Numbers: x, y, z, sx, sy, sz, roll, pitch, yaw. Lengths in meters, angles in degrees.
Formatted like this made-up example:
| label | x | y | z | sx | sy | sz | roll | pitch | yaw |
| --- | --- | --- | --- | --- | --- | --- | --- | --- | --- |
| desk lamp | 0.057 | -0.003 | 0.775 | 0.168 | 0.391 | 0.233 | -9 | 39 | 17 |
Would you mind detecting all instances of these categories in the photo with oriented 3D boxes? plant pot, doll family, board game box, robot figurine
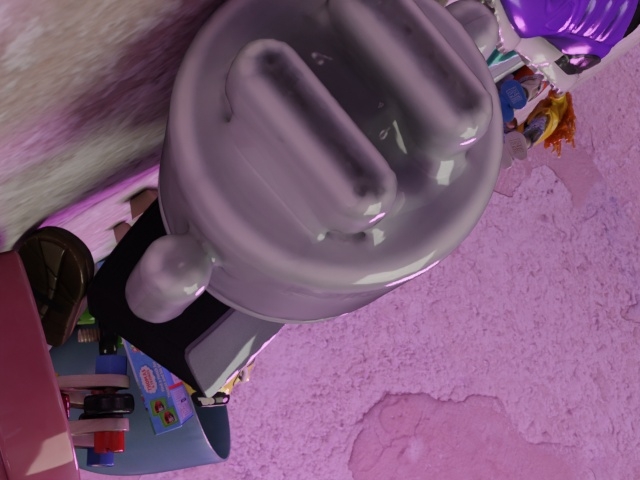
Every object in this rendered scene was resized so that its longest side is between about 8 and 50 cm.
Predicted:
| label | x | y | z | sx | sy | sz | roll | pitch | yaw |
| --- | --- | --- | --- | --- | --- | --- | --- | --- | --- |
| plant pot | -0.300 | 0.124 | 0.887 | 0.180 | 0.201 | 0.201 | -15 | 172 | -18 |
| doll family | 0.208 | -0.123 | 1.332 | 0.263 | 0.118 | 0.163 | -27 | -171 | 42 |
| board game box | -0.211 | 0.126 | 1.389 | 0.039 | 0.211 | 0.160 | -18 | 176 | -2 |
| robot figurine | -0.006 | -0.051 | 0.758 | 0.300 | 0.199 | 0.353 | -35 | 178 | -13 |
| plant pot | -0.295 | 0.234 | 1.777 | 0.235 | 0.293 | 0.293 | -16 | 178 | 4 |

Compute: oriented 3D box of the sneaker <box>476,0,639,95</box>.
| label | x | y | z | sx | sy | sz | roll | pitch | yaw |
| --- | --- | --- | --- | --- | --- | --- | --- | --- | --- |
| sneaker | 0.186 | -0.209 | 0.858 | 0.146 | 0.102 | 0.293 | -36 | 163 | 18 |

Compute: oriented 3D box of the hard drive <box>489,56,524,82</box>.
| label | x | y | z | sx | sy | sz | roll | pitch | yaw |
| --- | --- | --- | --- | --- | --- | --- | --- | --- | --- |
| hard drive | 0.162 | -0.191 | 1.311 | 0.353 | 0.047 | 0.233 | -32 | -174 | 8 |

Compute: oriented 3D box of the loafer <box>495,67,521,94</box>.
| label | x | y | z | sx | sy | sz | roll | pitch | yaw |
| --- | --- | --- | --- | --- | --- | --- | --- | --- | --- |
| loafer | 0.262 | -0.241 | 1.628 | 0.223 | 0.076 | 0.078 | -38 | 170 | 13 |

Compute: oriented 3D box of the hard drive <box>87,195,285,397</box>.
| label | x | y | z | sx | sy | sz | roll | pitch | yaw |
| --- | --- | --- | --- | --- | --- | --- | --- | --- | --- |
| hard drive | -0.070 | -0.005 | 0.971 | 0.254 | 0.172 | 0.054 | -48 | 145 | -18 |

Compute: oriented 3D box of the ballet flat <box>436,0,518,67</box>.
| label | x | y | z | sx | sy | sz | roll | pitch | yaw |
| --- | --- | --- | --- | --- | --- | --- | --- | --- | --- |
| ballet flat | 0.156 | -0.202 | 1.026 | 0.247 | 0.083 | 0.087 | -28 | 138 | 5 |

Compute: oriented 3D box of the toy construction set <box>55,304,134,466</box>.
| label | x | y | z | sx | sy | sz | roll | pitch | yaw |
| --- | --- | --- | --- | --- | --- | --- | --- | --- | --- |
| toy construction set | -0.355 | 0.248 | 1.395 | 0.237 | 0.308 | 0.257 | -1 | -170 | -14 |

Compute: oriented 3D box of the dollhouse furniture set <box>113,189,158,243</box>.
| label | x | y | z | sx | sy | sz | roll | pitch | yaw |
| --- | --- | --- | --- | --- | --- | --- | --- | --- | --- |
| dollhouse furniture set | -0.162 | 0.001 | 1.122 | 0.091 | 0.081 | 0.114 | -33 | 177 | 7 |

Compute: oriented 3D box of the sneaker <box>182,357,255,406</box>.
| label | x | y | z | sx | sy | sz | roll | pitch | yaw |
| --- | --- | --- | --- | --- | --- | --- | --- | --- | --- |
| sneaker | -0.152 | 0.131 | 1.664 | 0.145 | 0.147 | 0.385 | -5 | -172 | 10 |

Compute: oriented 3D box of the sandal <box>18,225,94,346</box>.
| label | x | y | z | sx | sy | sz | roll | pitch | yaw |
| --- | --- | --- | --- | --- | --- | --- | --- | --- | --- |
| sandal | -0.247 | 0.035 | 1.034 | 0.060 | 0.090 | 0.219 | -57 | -175 | -35 |
